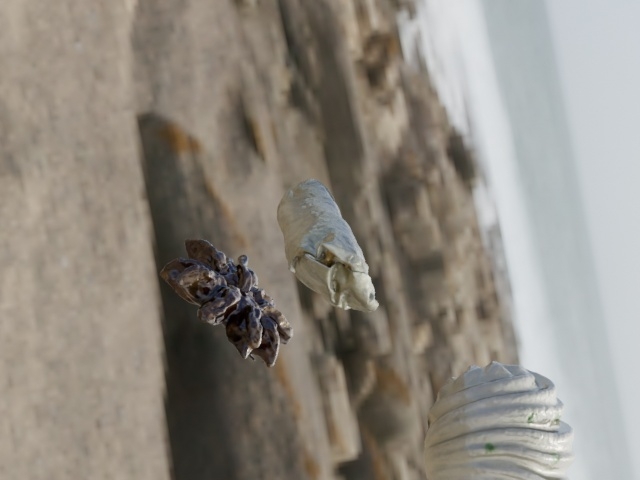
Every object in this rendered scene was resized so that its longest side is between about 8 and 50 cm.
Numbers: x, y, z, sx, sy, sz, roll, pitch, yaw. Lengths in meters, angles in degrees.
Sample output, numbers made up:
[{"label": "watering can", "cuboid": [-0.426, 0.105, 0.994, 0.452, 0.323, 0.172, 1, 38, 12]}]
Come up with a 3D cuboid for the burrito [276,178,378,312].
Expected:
[{"label": "burrito", "cuboid": [0.000, 0.000, 1.506, 0.082, 0.059, 0.275, 52, 4, -17]}]

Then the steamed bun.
[{"label": "steamed bun", "cuboid": [0.184, 0.202, 1.669, 0.183, 0.106, 0.183, 4, 85, -49]}]

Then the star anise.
[{"label": "star anise", "cuboid": [-0.112, 0.050, 1.937, 0.177, 0.073, 0.234, 32, 13, -37]}]
